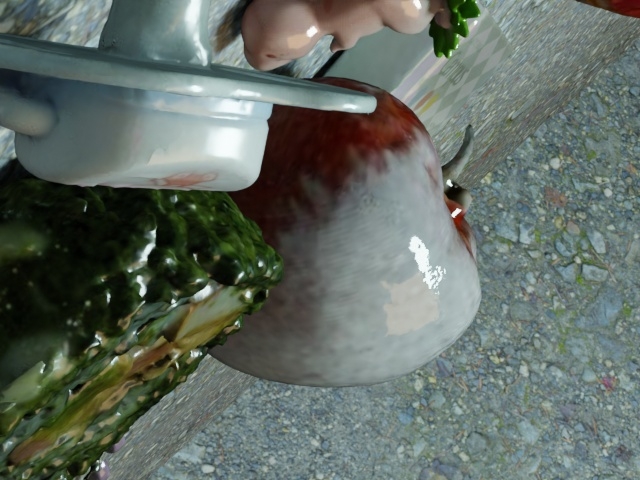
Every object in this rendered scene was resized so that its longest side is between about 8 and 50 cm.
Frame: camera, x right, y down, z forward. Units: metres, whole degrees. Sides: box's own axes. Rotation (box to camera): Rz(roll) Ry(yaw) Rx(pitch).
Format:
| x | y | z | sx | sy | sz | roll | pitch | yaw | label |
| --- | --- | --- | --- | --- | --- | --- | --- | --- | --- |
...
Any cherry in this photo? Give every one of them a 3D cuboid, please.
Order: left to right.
| x | y | z | sx | sy | sz | roll | pitch | yaw | label |
| --- | --- | --- | --- | --- | --- | --- | --- | --- | --- |
| 0.007 | 0.009 | 1.404 | 0.335 | 0.326 | 0.291 | -46 | -154 | 21 | cherry |

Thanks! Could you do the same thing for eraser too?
| x | y | z | sx | sy | sz | roll | pitch | yaw | label |
| --- | --- | --- | --- | --- | --- | --- | --- | --- | --- |
| 0.118 | -0.204 | 1.657 | 0.213 | 0.082 | 0.397 | -47 | 171 | 10 | eraser |

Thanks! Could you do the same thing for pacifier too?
| x | y | z | sx | sy | sz | roll | pitch | yaw | label |
| --- | --- | --- | --- | --- | --- | --- | --- | --- | --- |
| -0.097 | -0.144 | 0.795 | 0.287 | 0.238 | 0.225 | 5 | 102 | -44 | pacifier |

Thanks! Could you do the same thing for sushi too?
| x | y | z | sx | sy | sz | roll | pitch | yaw | label |
| --- | --- | --- | --- | --- | --- | --- | --- | --- | --- |
| -0.216 | 0.070 | 1.111 | 0.352 | 0.178 | 0.294 | -42 | 168 | 3 | sushi |

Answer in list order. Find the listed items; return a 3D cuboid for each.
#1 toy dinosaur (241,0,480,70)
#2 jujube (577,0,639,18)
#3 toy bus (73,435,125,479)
| x | y | z | sx | sy | sz | roll | pitch | yaw | label |
| --- | --- | --- | --- | --- | --- | --- | --- | --- | --- |
| 0.027 | -0.227 | 1.153 | 0.177 | 0.152 | 0.194 | -6 | 158 | -27 | toy dinosaur |
| 0.335 | -0.363 | 1.386 | 0.276 | 0.276 | 0.377 | -51 | 170 | 35 | jujube |
| -0.310 | 0.224 | 1.480 | 0.142 | 0.142 | 0.202 | -38 | 168 | -34 | toy bus |
